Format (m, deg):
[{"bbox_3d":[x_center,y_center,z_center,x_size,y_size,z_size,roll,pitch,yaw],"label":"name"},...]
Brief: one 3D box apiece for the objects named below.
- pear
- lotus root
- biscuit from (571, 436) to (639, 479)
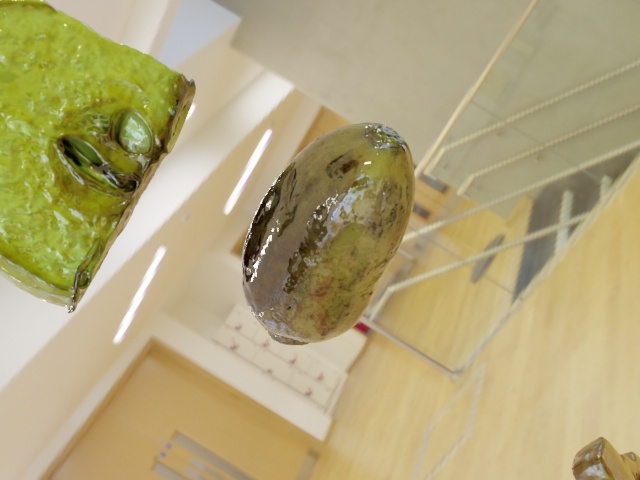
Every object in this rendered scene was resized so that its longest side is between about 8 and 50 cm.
[{"bbox_3d":[-0.277,-0.087,0.809,0.238,0.255,0.164,-66,14,-12],"label":"pear"},{"bbox_3d":[0.000,0.000,0.545,0.081,0.089,0.179,-13,-37,-36],"label":"lotus root"},{"bbox_3d":[0.305,0.322,0.796,0.043,0.301,0.278,-24,-1,24],"label":"biscuit"}]
